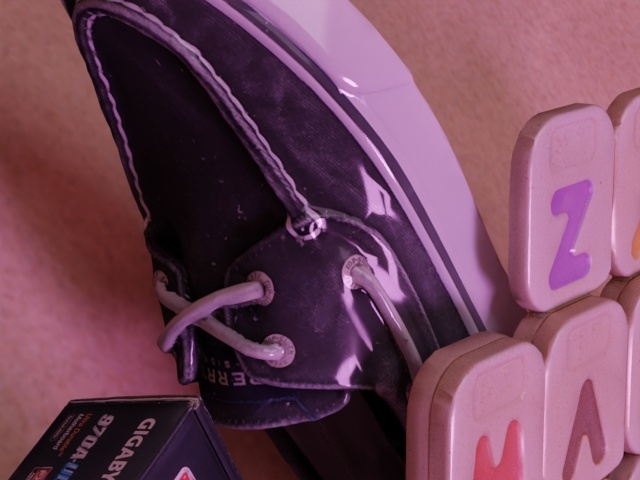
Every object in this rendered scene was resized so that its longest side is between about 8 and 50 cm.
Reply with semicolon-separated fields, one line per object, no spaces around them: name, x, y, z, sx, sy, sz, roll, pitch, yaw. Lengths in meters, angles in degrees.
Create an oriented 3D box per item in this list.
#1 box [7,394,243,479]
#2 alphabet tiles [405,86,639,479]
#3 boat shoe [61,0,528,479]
box;-0.065;0.176;0.402;0.220;0.051;0.175;-55;131;-46
alphabet tiles;0.126;0.077;0.596;0.284;0.021;0.278;-18;113;-48
boat shoe;-0.008;0.019;0.530;0.102;0.108;0.301;-53;128;-29
